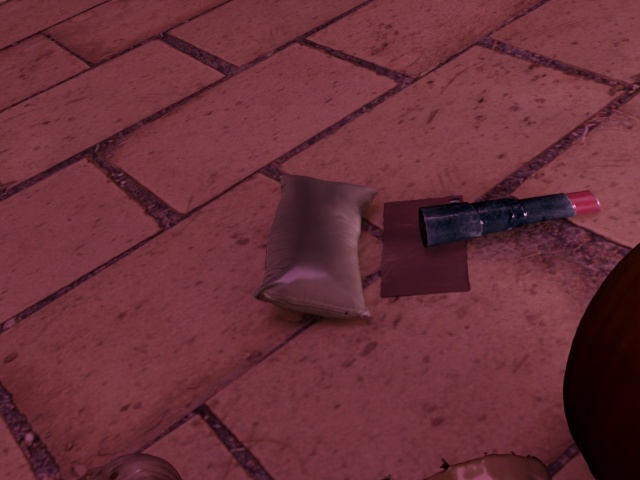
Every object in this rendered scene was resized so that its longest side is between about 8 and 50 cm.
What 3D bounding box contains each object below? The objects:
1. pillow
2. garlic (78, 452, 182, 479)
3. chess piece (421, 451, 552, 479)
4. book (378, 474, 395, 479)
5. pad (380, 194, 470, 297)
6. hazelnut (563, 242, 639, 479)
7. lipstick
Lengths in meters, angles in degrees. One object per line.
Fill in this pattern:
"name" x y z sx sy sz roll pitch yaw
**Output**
"pillow" 0.001 0.000 1.009 0.144 0.078 0.254 2 41 5
"garlic" -0.186 0.271 0.717 0.159 0.102 0.147 -22 32 38
"chess piece" 0.157 0.315 0.557 0.137 0.137 0.300 -15 43 -1
"book" -0.055 0.358 0.517 0.374 0.028 0.262 -29 44 -3
"pad" 0.137 0.005 1.016 0.113 0.006 0.187 -5 41 10
"hazelnut" 0.367 0.119 0.517 0.360 0.358 0.409 -9 14 6
"lipstick" 0.248 -0.031 0.991 0.234 0.053 0.053 -7 39 0
